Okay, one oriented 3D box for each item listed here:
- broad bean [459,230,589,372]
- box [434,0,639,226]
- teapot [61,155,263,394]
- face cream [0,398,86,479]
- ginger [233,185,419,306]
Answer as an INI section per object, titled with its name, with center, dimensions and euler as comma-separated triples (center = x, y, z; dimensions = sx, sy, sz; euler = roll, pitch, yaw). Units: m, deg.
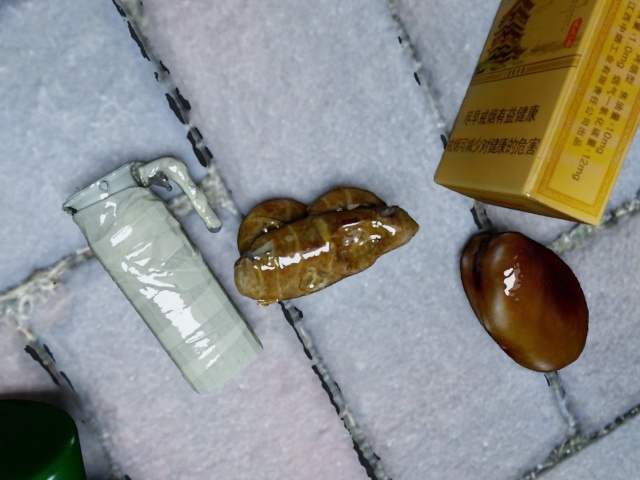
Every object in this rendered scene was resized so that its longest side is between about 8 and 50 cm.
[broad bean]
center = 0.207, 0.061, 0.618
dimensions = 0.165, 0.084, 0.114
euler = 37, 84, -22
[box]
center = 0.208, -0.160, 0.536
dimensions = 0.076, 0.174, 0.273
euler = 19, 94, -16
[teapot]
center = -0.121, 0.022, 0.538
dimensions = 0.107, 0.077, 0.200
euler = -35, 105, -11
[face cream]
center = -0.264, 0.326, 0.469
dimensions = 0.313, 0.220, 0.356
euler = -12, 103, -28
[ginger]
center = 0.000, 0.000, 0.554
dimensions = 0.162, 0.103, 0.073
euler = -16, 124, -4
